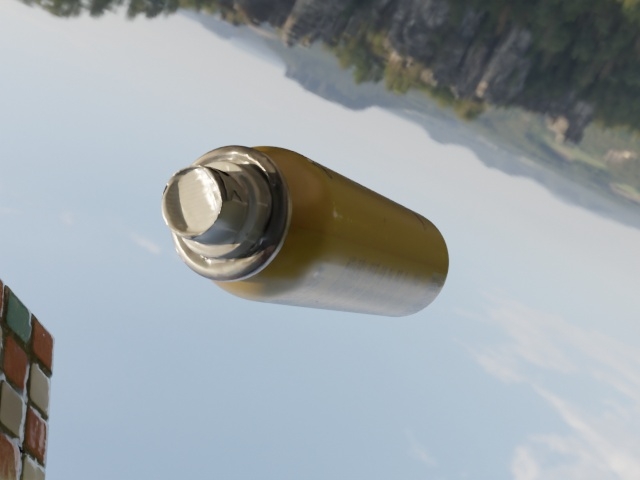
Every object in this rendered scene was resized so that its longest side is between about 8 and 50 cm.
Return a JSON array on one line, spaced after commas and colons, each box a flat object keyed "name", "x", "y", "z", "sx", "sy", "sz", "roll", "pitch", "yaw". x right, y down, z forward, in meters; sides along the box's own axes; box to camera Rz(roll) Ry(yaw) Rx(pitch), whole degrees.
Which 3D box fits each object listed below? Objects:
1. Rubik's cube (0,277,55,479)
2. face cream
[{"name": "Rubik's cube", "x": -0.460, "y": 0.173, "z": 0.861, "sx": 0.256, "sy": 0.258, "sz": 0.253, "roll": 73, "pitch": -178, "yaw": -49}, {"name": "face cream", "x": 0.000, "y": 0.000, "z": 0.603, "sx": 0.105, "sy": 0.105, "sz": 0.348, "roll": 32, "pitch": -173, "yaw": 26}]
